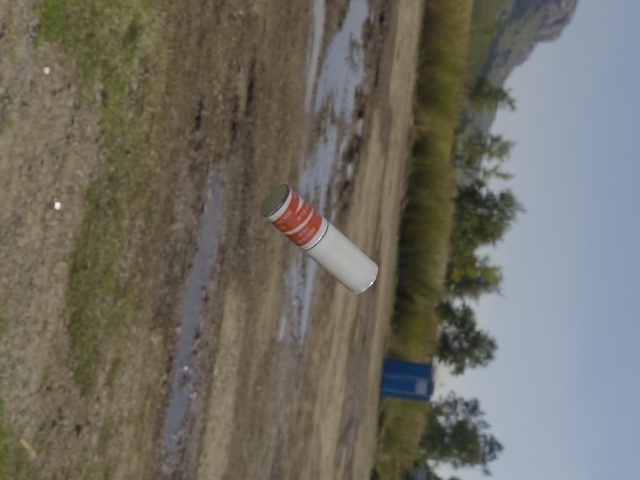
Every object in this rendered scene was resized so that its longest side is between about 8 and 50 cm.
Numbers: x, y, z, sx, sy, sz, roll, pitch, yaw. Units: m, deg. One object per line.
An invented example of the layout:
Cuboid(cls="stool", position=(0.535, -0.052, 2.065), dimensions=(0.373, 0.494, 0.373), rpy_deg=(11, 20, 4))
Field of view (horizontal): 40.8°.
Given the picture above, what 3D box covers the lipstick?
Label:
Cuboid(cls="lipstick", position=(0.000, 0.000, 0.833), dimensions=(0.130, 0.038, 0.038), rpy_deg=(41, 43, -26))
